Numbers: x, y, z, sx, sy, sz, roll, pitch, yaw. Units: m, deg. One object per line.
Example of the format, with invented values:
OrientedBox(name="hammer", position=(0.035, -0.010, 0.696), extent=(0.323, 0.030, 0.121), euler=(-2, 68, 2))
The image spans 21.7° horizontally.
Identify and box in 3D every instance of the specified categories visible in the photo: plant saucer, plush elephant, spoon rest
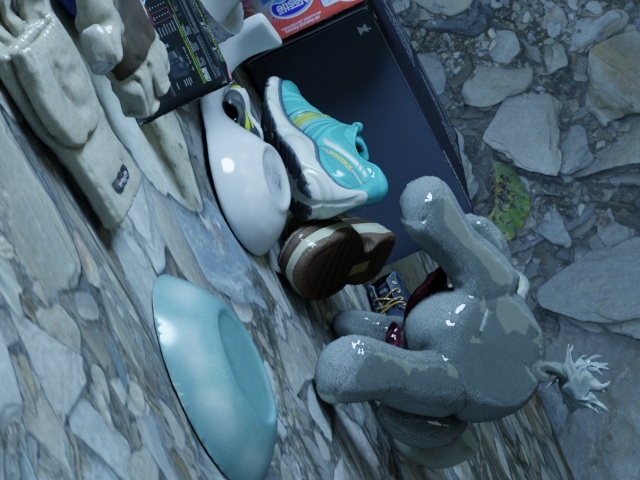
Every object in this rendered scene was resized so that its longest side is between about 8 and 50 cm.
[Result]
OrientedBox(name="plant saucer", position=(-0.076, 0.110, 1.371), extent=(0.195, 0.037, 0.195), euler=(62, 12, -23))
OrientedBox(name="plush elephant", position=(0.131, 0.118, 1.874), extent=(0.330, 0.255, 0.272), euler=(27, 71, -20))
OrientedBox(name="spoon rest", position=(-0.083, -0.108, 1.762), extent=(0.137, 0.084, 0.276), euler=(51, 31, -50))

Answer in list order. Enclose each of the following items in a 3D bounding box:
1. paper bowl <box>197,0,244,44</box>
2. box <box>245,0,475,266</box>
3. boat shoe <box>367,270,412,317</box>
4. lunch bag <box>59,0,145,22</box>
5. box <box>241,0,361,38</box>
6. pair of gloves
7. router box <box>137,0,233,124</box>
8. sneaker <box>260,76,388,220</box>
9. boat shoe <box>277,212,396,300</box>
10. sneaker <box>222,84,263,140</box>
OrientedBox(name="paper bowl", position=(-0.155, -0.325, 1.654), extent=(0.284, 0.148, 0.284), euler=(-23, 90, -79))
OrientedBox(name="box", position=(0.053, -0.187, 2.271), extent=(0.343, 0.179, 0.312), euler=(61, 11, -22))
OrientedBox(name="boat shoe", position=(0.093, 0.092, 2.184), extent=(0.083, 0.065, 0.183), euler=(62, 5, -4))
OrientedBox(name="lunch bag", position=(-0.195, -0.229, 1.453), extent=(0.065, 0.067, 0.098), euler=(56, 13, -43))
OrientedBox(name="box", position=(-0.022, -0.326, 1.998), extent=(0.128, 0.256, 0.122), euler=(63, 13, -12))
OrientedBox(name="pair of gloves", position=(-0.188, -0.151, 1.308), extent=(0.240, 0.042, 0.204), euler=(-80, 150, -47))
OrientedBox(name="router box", position=(-0.146, -0.178, 1.514), extent=(0.038, 0.092, 0.122), euler=(-42, 108, -79))
OrientedBox(name="sneaker", position=(-0.004, -0.101, 1.880), extent=(0.275, 0.110, 0.107), euler=(-119, -154, -55))
OrientedBox(name="boat shoe", position=(-0.004, 0.007, 1.879), extent=(0.095, 0.095, 0.257), euler=(32, 9, 17))
OrientedBox(name="sneaker", position=(-0.091, -0.130, 1.866), extent=(0.035, 0.031, 0.083), euler=(-47, 122, -50))
